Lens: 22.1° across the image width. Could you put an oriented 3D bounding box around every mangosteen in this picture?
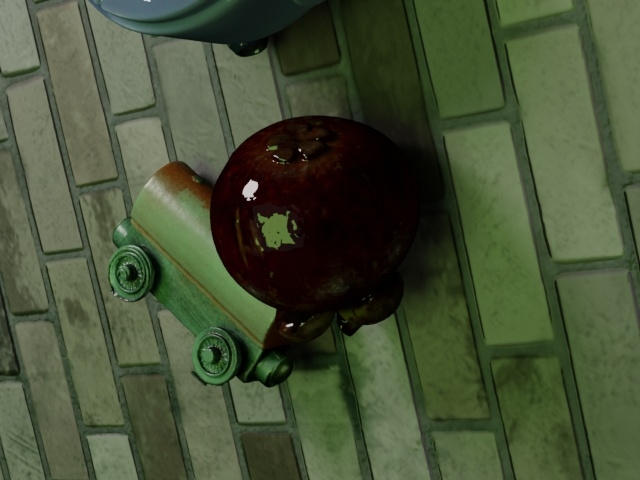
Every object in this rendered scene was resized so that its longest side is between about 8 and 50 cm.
[{"bbox_3d":[0.000,0.000,1.672,0.215,0.215,0.257,20,135,38],"label":"mangosteen"}]

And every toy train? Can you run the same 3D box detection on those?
[{"bbox_3d":[-0.121,0.037,1.858,0.285,0.116,0.177,42,116,27],"label":"toy train"}]

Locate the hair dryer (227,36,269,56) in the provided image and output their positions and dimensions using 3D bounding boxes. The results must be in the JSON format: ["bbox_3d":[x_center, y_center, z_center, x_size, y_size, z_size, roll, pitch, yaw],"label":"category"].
[{"bbox_3d":[-0.058,-0.312,1.732,0.199,0.067,0.167,-41,69,31],"label":"hair dryer"}]

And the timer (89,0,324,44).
[{"bbox_3d":[-0.096,-0.370,1.643,0.395,0.173,0.395,-2,87,37],"label":"timer"}]
